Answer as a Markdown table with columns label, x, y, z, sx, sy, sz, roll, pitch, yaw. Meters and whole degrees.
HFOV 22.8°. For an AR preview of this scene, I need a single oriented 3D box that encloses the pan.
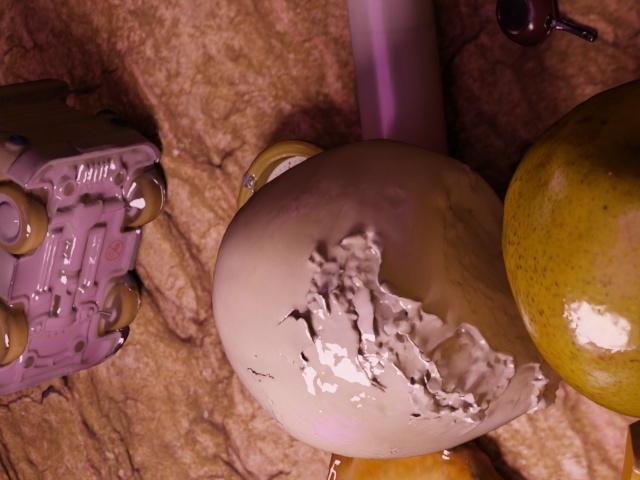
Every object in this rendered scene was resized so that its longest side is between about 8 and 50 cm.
| label | x | y | z | sx | sy | sz | roll | pitch | yaw |
| --- | --- | --- | --- | --- | --- | --- | --- | --- | --- |
| pan | 0.208 | -0.209 | 1.491 | 0.115 | 0.023 | 0.068 | 29 | 120 | 37 |

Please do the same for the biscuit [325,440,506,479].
| label | x | y | z | sx | sy | sz | roll | pitch | yaw |
| --- | --- | --- | --- | --- | --- | --- | --- | --- | --- |
| biscuit | 0.125 | 0.355 | 1.705 | 0.335 | 0.078 | 0.329 | 29 | 118 | 37 |

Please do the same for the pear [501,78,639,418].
| label | x | y | z | sx | sy | sz | roll | pitch | yaw |
| --- | --- | --- | --- | --- | --- | --- | --- | --- | --- |
| pear | 0.286 | 0.013 | 1.305 | 0.294 | 0.294 | 0.294 | 15 | 112 | 42 |

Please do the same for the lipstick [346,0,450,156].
| label | x | y | z | sx | sy | sz | roll | pitch | yaw |
| --- | --- | --- | --- | --- | --- | --- | --- | --- | --- |
| lipstick | 0.077 | -0.172 | 1.589 | 0.087 | 0.087 | 0.326 | 3 | 103 | 45 |

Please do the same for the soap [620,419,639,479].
| label | x | y | z | sx | sy | sz | roll | pitch | yaw |
| --- | --- | --- | --- | --- | --- | --- | --- | --- | --- |
| soap | 0.364 | 0.228 | 1.374 | 0.232 | 0.140 | 0.073 | 22 | 113 | 40 |

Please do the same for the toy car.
| label | x | y | z | sx | sy | sz | roll | pitch | yaw |
| --- | --- | --- | --- | --- | --- | --- | --- | --- | --- |
| toy car | -0.358 | -0.007 | 1.968 | 0.226 | 0.242 | 0.336 | 35 | 123 | 31 |

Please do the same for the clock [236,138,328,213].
| label | x | y | z | sx | sy | sz | roll | pitch | yaw |
| --- | --- | --- | --- | --- | --- | --- | --- | --- | --- |
| clock | 0.000 | 0.000 | 1.740 | 0.237 | 0.057 | 0.237 | 18 | 115 | 43 |

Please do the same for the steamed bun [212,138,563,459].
| label | x | y | z | sx | sy | sz | roll | pitch | yaw |
| --- | --- | --- | --- | --- | --- | --- | --- | --- | --- |
| steamed bun | 0.049 | 0.086 | 1.510 | 0.334 | 0.233 | 0.312 | 44 | 135 | -18 |
